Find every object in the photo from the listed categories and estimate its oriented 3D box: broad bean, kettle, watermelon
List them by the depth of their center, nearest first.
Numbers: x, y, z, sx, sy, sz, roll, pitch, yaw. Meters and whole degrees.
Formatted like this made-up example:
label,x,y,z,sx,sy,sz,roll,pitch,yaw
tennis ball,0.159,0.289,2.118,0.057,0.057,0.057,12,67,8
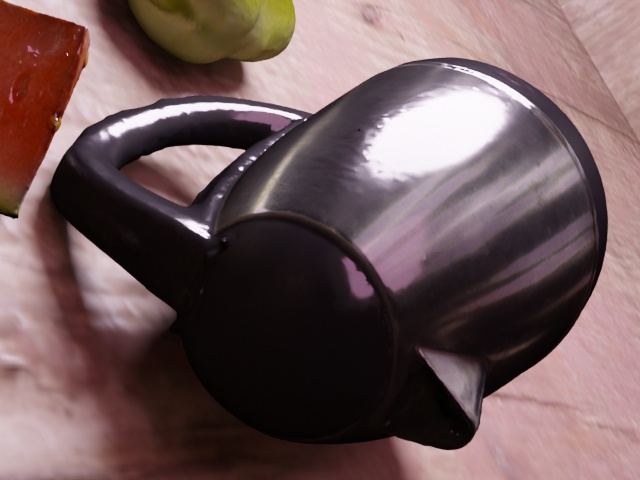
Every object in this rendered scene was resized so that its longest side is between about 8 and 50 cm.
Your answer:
label,x,y,z,sx,sy,sz,roll,pitch,yaw
watermelon,-0.146,-0.071,0.657,0.125,0.094,0.135,34,35,-56
kettle,0.016,0.001,0.747,0.251,0.207,0.271,62,31,-3
broad bean,-0.080,-0.175,0.948,0.124,0.082,0.174,56,13,-1
